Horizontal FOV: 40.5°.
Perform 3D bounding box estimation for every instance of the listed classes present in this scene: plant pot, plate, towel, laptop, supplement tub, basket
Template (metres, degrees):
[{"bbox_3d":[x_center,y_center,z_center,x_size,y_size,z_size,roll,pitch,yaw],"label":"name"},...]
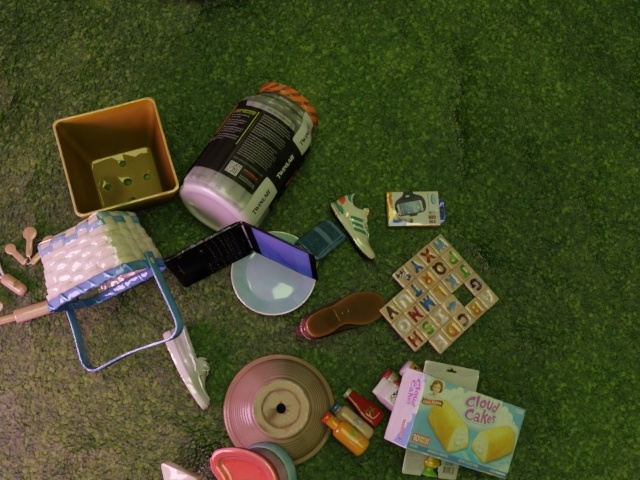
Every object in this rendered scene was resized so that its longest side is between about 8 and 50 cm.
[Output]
[{"bbox_3d":[-0.085,0.350,1.798,0.237,0.110,0.238,1,76,-4],"label":"plant pot"},{"bbox_3d":[-0.423,-0.151,1.847,0.212,0.187,0.212,-16,78,-9],"label":"plant pot"},{"bbox_3d":[-0.101,0.072,1.898,0.188,0.024,0.188,-1,76,3],"label":"plate"},{"bbox_3d":[0.000,0.000,1.903,0.067,0.029,0.119,46,49,7],"label":"towel"},{"bbox_3d":[-0.155,0.061,1.770,0.264,0.234,0.137,-28,75,-6],"label":"laptop"},{"bbox_3d":[-0.146,-0.175,1.861,0.193,0.193,0.316,31,68,3],"label":"supplement tub"},{"bbox_3d":[-0.421,0.097,1.759,0.254,0.201,0.289,-22,80,21],"label":"basket"}]

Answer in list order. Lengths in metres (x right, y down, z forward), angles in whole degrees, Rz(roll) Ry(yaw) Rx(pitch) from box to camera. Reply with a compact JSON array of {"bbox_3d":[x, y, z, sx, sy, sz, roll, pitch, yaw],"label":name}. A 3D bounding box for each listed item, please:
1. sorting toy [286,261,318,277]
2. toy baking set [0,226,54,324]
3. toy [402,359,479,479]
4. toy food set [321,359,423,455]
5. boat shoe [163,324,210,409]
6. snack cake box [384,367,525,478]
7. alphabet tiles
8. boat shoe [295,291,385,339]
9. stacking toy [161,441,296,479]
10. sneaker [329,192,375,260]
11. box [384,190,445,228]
[{"bbox_3d":[-0.036,0.048,1.922,0.062,0.012,0.083,16,76,-1],"label":"sorting toy"},{"bbox_3d":[-0.649,0.082,1.857,0.256,0.030,0.197,-21,76,-10],"label":"toy baking set"},{"bbox_3d":[0.245,0.379,1.839,0.136,0.056,0.237,14,84,-24],"label":"toy"},{"bbox_3d":[0.103,0.329,1.814,0.104,0.111,0.232,41,70,2],"label":"toy food set"},{"bbox_3d":[-0.268,0.265,1.830,0.063,0.066,0.184,-27,71,-9],"label":"boat shoe"},{"bbox_3d":[0.276,0.374,1.772,0.264,0.089,0.152,22,82,-25],"label":"snack cake box"},{"bbox_3d":[0.250,0.126,1.911,0.237,0.009,0.198,-39,83,-22],"label":"alphabet tiles"},{"bbox_3d":[0.041,0.162,1.870,0.206,0.073,0.073,-13,80,-29],"label":"boat shoe"},{"bbox_3d":[-0.168,0.554,1.745,0.279,0.130,0.309,-3,90,23],"label":"stacking toy"},{"bbox_3d":[0.089,-0.034,1.929,0.075,0.057,0.161,-33,79,-6],"label":"sneaker"},{"bbox_3d":[0.216,-0.069,1.965,0.136,0.028,0.081,-2,77,-4],"label":"box"}]
